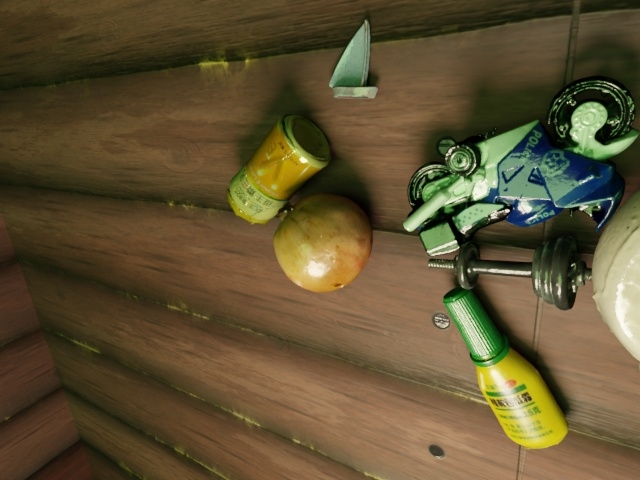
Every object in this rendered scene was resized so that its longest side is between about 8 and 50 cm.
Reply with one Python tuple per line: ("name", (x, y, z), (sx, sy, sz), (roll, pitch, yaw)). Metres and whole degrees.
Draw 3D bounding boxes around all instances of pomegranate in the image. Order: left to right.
("pomegranate", (0.004, 0.001, 0.779), (0.191, 0.191, 0.192), (13, 116, 29))

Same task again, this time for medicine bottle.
("medicine bottle", (-0.093, -0.131, 0.834), (0.124, 0.124, 0.239), (52, 126, 4))
("medicine bottle", (0.315, 0.220, 0.739), (0.111, 0.076, 0.309), (-31, 90, 37))

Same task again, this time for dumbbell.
("dumbbell", (0.293, 0.045, 0.668), (0.254, 0.110, 0.111), (2, 111, 39))

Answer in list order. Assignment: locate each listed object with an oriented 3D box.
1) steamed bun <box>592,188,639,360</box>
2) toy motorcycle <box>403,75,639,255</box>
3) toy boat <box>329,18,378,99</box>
("steamed bun", (0.480, 0.031, 0.485), (0.282, 0.177, 0.283), (13, 119, 24))
("toy motorcycle", (0.285, -0.078, 0.610), (0.331, 0.125, 0.197), (-27, 92, 34))
("toy boat", (0.060, -0.309, 0.720), (0.096, 0.034, 0.123), (12, 107, 29))
